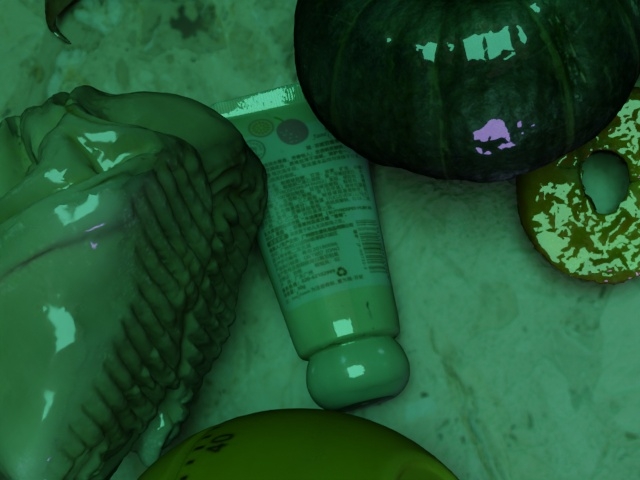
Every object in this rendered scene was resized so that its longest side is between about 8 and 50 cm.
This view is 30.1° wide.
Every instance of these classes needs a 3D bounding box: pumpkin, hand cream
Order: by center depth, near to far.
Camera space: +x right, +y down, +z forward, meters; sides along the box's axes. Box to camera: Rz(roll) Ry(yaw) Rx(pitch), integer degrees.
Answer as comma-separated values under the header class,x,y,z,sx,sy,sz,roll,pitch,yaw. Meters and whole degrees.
class,x,y,z,sx,sy,sz,roll,pitch,yaw
pumpkin,0.121,-0.185,1.007,0.300,0.207,0.300,-9,51,11
hand cream,0.000,0.000,1.077,0.147,0.093,0.306,-14,78,-4

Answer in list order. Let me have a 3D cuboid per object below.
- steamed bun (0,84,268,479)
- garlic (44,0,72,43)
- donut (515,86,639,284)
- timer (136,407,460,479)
class,x,y,z,sx,sy,sz,roll,pitch,yaw
steamed bun,-0.201,0.028,0.963,0.219,0.310,0.324,20,101,16
garlic,-0.195,-0.302,1.150,0.206,0.128,0.115,-20,55,10
donut,0.255,-0.047,1.070,0.162,0.065,0.178,7,82,13
timer,-0.049,0.316,0.925,0.387,0.376,0.376,-29,77,24
